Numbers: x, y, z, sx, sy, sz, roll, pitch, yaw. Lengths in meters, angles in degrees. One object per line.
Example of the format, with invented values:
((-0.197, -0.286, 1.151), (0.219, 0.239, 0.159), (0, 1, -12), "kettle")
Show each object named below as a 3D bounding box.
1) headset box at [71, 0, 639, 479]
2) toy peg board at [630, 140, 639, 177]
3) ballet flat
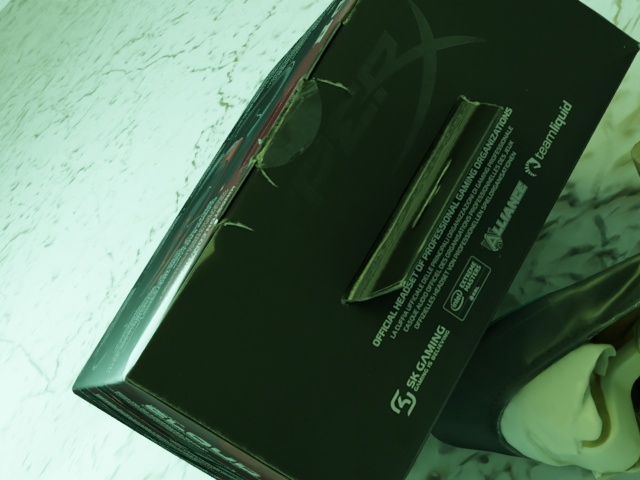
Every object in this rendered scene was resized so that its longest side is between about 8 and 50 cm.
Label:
((0.000, 0.000, 0.559), (0.218, 0.110, 0.293), (-59, 9, -15), "headset box")
((0.192, -0.053, 0.371), (0.161, 0.079, 0.160), (-34, 38, -1), "toy peg board")
((0.118, 0.042, 0.460), (0.203, 0.074, 0.074), (-34, 31, 27), "ballet flat")
